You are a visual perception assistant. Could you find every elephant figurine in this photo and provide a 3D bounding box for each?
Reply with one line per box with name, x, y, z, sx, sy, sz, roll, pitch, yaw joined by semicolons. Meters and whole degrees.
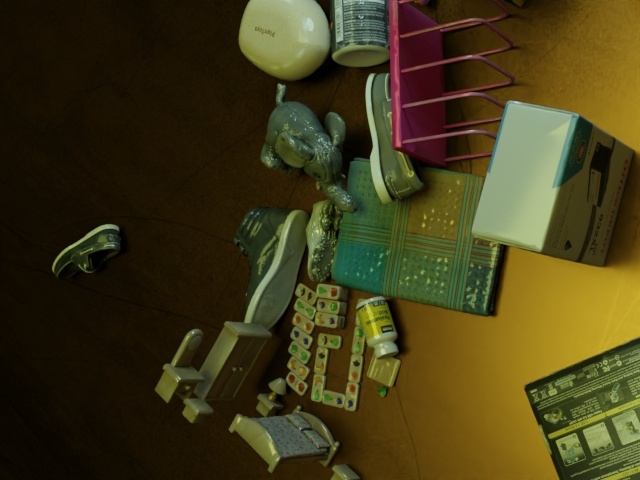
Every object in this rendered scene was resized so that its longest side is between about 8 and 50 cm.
elephant figurine;-0.010;-0.189;1.966;0.169;0.186;0.239;-60;36;2

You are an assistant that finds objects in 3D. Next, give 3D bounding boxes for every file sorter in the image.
file sorter;0.256;-0.307;1.790;0.182;0.202;0.291;-6;81;32

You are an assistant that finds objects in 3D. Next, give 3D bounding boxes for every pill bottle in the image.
pill bottle;0.083;-0.497;1.981;0.130;0.130;0.246;-8;79;35
pill bottle;0.117;0.177;1.908;0.065;0.065;0.116;-28;69;30

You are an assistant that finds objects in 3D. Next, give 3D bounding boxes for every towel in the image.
towel;0.196;-0.012;1.894;0.370;0.040;0.272;11;90;35

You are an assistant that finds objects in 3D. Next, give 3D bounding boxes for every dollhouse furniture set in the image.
dollhouse furniture set;-0.095;0.330;1.896;0.355;0.303;0.174;37;105;33

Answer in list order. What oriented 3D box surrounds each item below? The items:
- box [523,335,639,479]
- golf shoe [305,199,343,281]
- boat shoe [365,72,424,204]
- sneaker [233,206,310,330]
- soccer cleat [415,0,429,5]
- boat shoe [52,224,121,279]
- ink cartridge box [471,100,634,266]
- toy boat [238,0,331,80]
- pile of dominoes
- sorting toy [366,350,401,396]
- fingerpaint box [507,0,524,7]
box;0.567;0.311;1.546;0.394;0.097;0.318;-31;65;29
golf shoe;0.000;0.000;2.030;0.086;0.069;0.176;12;88;56
boat shoe;0.149;-0.214;1.899;0.091;0.109;0.305;-15;58;20
sneaker;-0.132;0.059;2.087;0.146;0.104;0.296;19;89;38
soccer cleat;0.181;-0.597;1.957;0.095;0.083;0.248;-32;64;24
boat shoe;-0.601;0.046;2.436;0.233;0.084;0.079;-31;66;26
ink cartridge box;0.397;-0.084;1.590;0.129;0.307;0.223;16;93;34
toy boat;-0.041;-0.507;2.081;0.267;0.148;0.318;34;111;39
pile of dominoes;0.003;0.218;2.001;0.195;0.040;0.251;6;87;36
sorting toy;0.125;0.272;1.923;0.062;0.012;0.083;20;92;31
fingerpaint box;0.329;-0.694;1.680;0.163;0.371;0.445;37;106;33
